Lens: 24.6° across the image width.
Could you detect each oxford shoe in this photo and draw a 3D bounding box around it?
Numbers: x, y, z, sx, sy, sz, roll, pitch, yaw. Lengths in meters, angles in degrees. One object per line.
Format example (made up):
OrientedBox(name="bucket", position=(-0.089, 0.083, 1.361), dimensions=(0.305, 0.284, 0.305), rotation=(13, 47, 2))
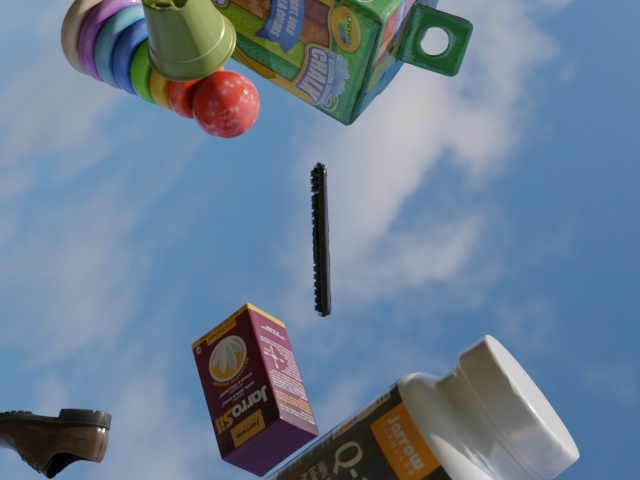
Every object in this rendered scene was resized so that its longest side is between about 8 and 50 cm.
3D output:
OrientedBox(name="oxford shoe", position=(-0.421, 0.300, 2.153), dimensions=(0.227, 0.083, 0.096), rotation=(-4, -110, 18))

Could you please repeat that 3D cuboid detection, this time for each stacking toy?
OrientedBox(name="stacking toy", position=(-0.203, -0.235, 1.983), dimensions=(0.330, 0.141, 0.141), rotation=(31, -105, 36))

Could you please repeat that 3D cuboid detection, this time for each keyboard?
OrientedBox(name="keyboard", position=(0.000, 0.000, 1.749), dimensions=(0.023, 0.180, 0.108), rotation=(-1, 179, 2))

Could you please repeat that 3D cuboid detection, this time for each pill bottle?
OrientedBox(name="pill bottle", position=(0.073, 0.215, 1.269), dimensions=(0.278, 0.162, 0.162), rotation=(-38, -152, 9))

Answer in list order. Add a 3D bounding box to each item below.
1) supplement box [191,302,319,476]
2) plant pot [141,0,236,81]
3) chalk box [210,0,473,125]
OrientedBox(name="supplement box", position=(-0.085, 0.189, 1.863), dimensions=(0.104, 0.081, 0.188), rotation=(-37, -133, 20))
OrientedBox(name="plant pot", position=(-0.124, -0.197, 1.299), dimensions=(0.083, 0.079, 0.083), rotation=(-5, -121, 9))
OrientedBox(name="chalk box", position=(0.025, -0.264, 1.602), dimensions=(0.179, 0.289, 0.180), rotation=(-51, 166, -35))
